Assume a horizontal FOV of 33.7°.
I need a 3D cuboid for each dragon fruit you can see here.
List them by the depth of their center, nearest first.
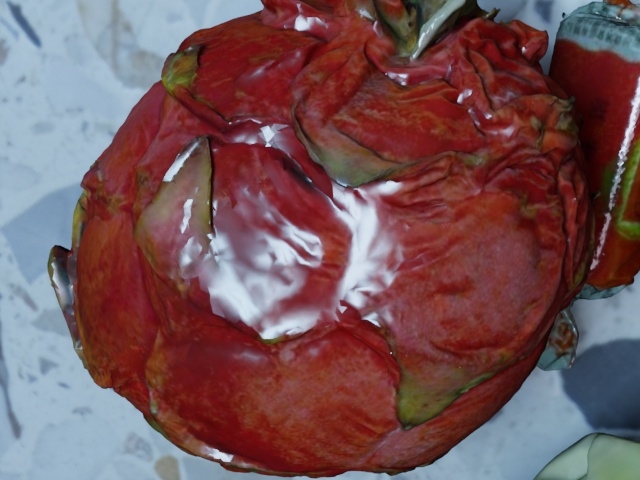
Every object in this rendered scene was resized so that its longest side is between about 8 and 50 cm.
[{"bbox_3d":[0.000,0.000,0.607,0.277,0.277,0.342,38,118,5],"label":"dragon fruit"}]

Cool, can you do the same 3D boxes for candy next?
[{"bbox_3d":[0.171,-0.053,0.647,0.086,0.059,0.292,28,112,48],"label":"candy"}]

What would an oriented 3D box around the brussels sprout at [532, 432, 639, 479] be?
[{"bbox_3d":[0.180,0.293,0.614,0.289,0.281,0.355,11,89,30],"label":"brussels sprout"}]
